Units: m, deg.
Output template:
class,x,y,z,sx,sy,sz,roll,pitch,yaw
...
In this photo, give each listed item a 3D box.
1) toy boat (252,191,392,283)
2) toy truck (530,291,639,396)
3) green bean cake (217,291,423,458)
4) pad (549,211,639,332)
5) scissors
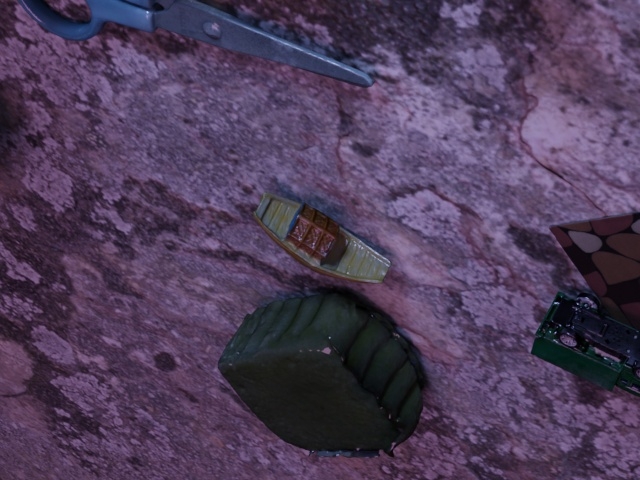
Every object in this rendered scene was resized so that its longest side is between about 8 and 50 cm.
class,x,y,z,sx,sy,sz,roll,pitch,yaw
toy boat,0.000,0.000,1.543,0.172,0.065,0.066,31,156,-6
toy truck,0.310,0.115,1.434,0.147,0.065,0.079,24,150,17
green bean cake,0.011,0.177,1.712,0.227,0.125,0.222,-9,127,42
pad,0.359,0.058,1.384,0.158,0.003,0.235,-10,128,45
scissors,-0.146,-0.237,1.389,0.447,0.029,0.192,22,146,16
